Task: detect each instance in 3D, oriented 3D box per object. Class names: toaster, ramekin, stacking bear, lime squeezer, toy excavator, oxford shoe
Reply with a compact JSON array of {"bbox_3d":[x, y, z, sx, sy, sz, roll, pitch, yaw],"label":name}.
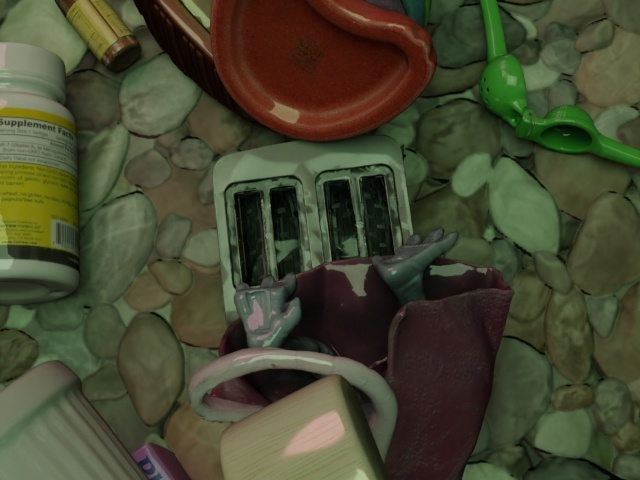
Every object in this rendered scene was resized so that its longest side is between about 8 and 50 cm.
[{"bbox_3d":[0.000,0.000,1.055,0.168,0.110,0.185,-6,75,1],"label":"toaster"},{"bbox_3d":[-0.223,0.217,0.823,0.127,0.273,0.273,42,82,1],"label":"ramekin"},{"bbox_3d":[0.030,-0.230,1.059,0.175,0.164,0.289,32,46,-8],"label":"stacking bear"},{"bbox_3d":[0.212,-0.125,1.113,0.310,0.059,0.110,45,52,14],"label":"lime squeezer"},{"bbox_3d":[0.096,0.327,0.810,0.222,0.433,0.445,-29,70,5],"label":"toy excavator"},{"bbox_3d":[-0.122,-0.260,1.124,0.130,0.123,0.348,-34,78,-11],"label":"oxford shoe"}]

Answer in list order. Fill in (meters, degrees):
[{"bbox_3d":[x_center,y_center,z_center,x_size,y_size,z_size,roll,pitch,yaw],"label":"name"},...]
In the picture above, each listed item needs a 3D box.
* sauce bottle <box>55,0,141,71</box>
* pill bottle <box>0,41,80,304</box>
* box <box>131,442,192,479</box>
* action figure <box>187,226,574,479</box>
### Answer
[{"bbox_3d":[-0.217,-0.214,1.157,0.042,0.042,0.128,-36,75,-6],"label":"sauce bottle"},{"bbox_3d":[-0.270,-0.056,1.081,0.119,0.119,0.208,-5,75,2],"label":"pill bottle"},{"bbox_3d":[-0.160,0.320,0.980,0.243,0.117,0.213,-37,77,-6],"label":"box"},{"bbox_3d":[0.066,0.190,0.920,0.248,0.275,0.370,-5,108,11],"label":"action figure"}]
